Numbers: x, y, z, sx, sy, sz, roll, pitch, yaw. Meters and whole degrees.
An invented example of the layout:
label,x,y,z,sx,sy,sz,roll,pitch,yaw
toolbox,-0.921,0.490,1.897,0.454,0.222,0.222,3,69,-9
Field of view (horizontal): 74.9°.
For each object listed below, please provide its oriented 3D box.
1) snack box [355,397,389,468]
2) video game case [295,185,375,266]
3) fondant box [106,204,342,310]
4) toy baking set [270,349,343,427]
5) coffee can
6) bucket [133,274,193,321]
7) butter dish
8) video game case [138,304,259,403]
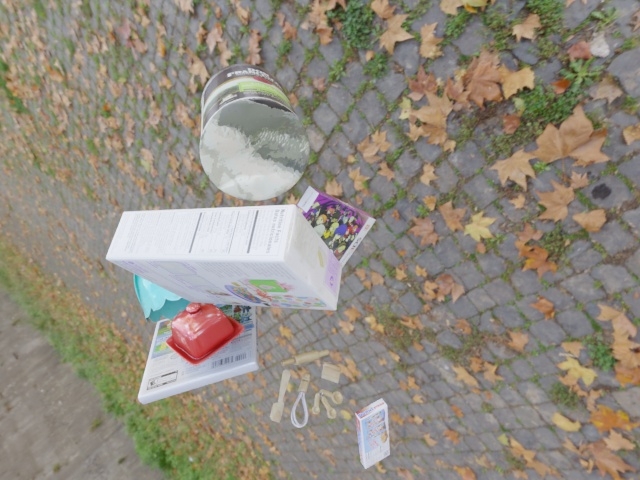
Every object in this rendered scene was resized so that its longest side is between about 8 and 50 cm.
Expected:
label,x,y,z,sx,sy,sz,roll,pitch,yaw
snack box,0.110,0.402,0.863,0.022,0.064,0.178,46,151,51
video game case,0.000,0.000,0.971,0.042,0.232,0.210,44,106,38
fondant box,-0.155,0.039,0.738,0.331,0.096,0.238,1,155,22
toy baking set,-0.033,0.409,1.173,0.030,0.257,0.196,-44,53,45
coffee can,-0.146,-0.234,0.872,0.275,0.202,0.201,-112,15,-53
bucket,-0.387,0.093,1.186,0.281,0.282,0.182,-41,71,53
butter dish,-0.302,0.206,1.045,0.160,0.160,0.118,19,132,40
video game case,-0.342,0.300,1.223,0.299,0.330,0.036,-106,-3,-57
